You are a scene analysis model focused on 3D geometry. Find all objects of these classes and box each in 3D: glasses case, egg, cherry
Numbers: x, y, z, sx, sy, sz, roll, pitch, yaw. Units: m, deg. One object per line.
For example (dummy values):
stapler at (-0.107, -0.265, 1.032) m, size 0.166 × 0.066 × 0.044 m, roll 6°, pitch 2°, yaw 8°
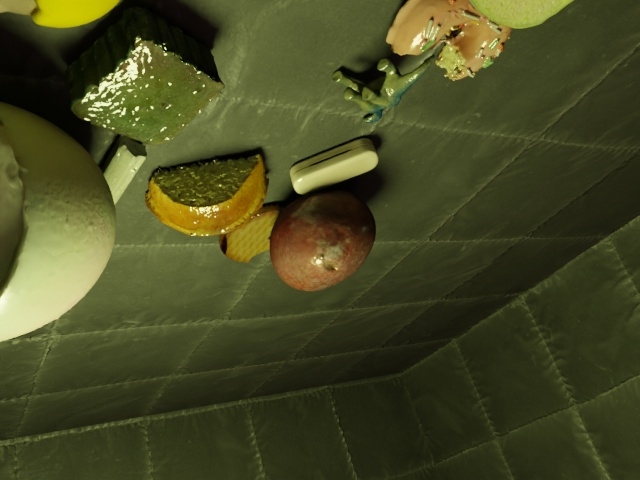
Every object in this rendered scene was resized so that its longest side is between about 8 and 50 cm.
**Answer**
glasses case at (0.030, -0.161, 1.332) m, size 0.196 × 0.050 × 0.083 m, roll -21°, pitch 152°, yaw 3°
egg at (-0.479, -0.024, 0.949) m, size 0.355 × 0.354 × 0.340 m, roll -25°, pitch 172°, yaw 13°
cherry at (0.000, 0.000, 1.396) m, size 0.261 × 0.221 × 0.307 m, roll -42°, pitch -177°, yaw 10°

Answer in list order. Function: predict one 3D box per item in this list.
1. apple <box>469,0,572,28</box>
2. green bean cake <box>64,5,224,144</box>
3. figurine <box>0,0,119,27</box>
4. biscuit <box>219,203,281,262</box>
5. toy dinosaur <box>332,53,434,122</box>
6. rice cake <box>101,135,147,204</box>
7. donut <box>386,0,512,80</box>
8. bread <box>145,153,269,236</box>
apple at (0.280, -0.434, 0.875) m, size 0.193 × 0.120 × 0.265 m, roll -31°, pitch 138°, yaw 20°
green bean cake at (-0.265, -0.244, 0.918) m, size 0.181 × 0.094 × 0.173 m, roll -33°, pitch 152°, yaw 26°
figurine at (-0.367, -0.316, 0.629) m, size 0.344 × 0.187 × 0.215 m, roll -11°, pitch 142°, yaw -2°
biscuit at (-0.162, -0.020, 1.504) m, size 0.229 × 0.031 × 0.176 m, roll -36°, pitch 150°, yaw 28°
toy dinosaur at (0.134, -0.267, 1.117) m, size 0.248 × 0.075 × 0.188 m, roll -9°, pitch 167°, yaw 41°
rice cake at (-0.399, -0.106, 1.154) m, size 0.057 × 0.052 × 0.256 m, roll 30°, pitch 132°, yaw -21°
donut at (0.240, -0.364, 1.036) m, size 0.233 × 0.085 × 0.199 m, roll 5°, pitch 145°, yaw -43°
bread at (-0.218, -0.079, 1.230) m, size 0.260 × 0.134 × 0.129 m, roll -14°, pitch 153°, yaw -11°
